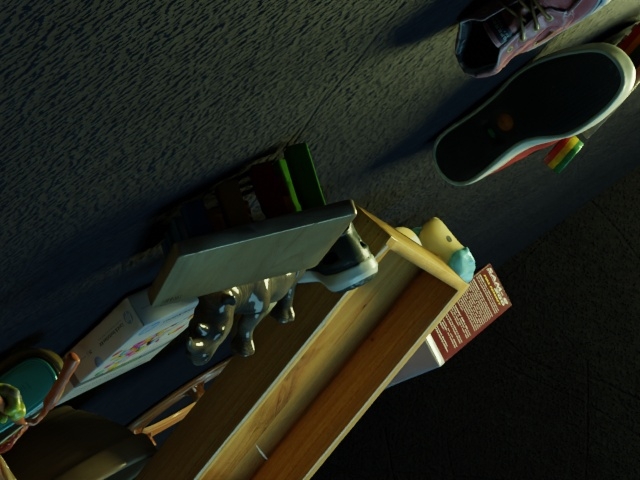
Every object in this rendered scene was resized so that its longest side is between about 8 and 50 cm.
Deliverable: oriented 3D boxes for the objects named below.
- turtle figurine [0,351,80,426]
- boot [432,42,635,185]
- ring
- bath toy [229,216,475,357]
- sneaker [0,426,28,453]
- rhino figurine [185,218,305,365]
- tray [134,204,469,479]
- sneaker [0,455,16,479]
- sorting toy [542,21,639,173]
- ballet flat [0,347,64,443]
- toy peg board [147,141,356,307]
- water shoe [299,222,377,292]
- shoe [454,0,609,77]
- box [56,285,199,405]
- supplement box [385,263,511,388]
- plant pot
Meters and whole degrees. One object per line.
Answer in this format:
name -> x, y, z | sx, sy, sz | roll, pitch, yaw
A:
turtle figurine -> -0.336, 0.153, 1.504 | 0.269, 0.087, 0.217 | -28, 178, 27
boot -> 0.254, -0.148, 2.025 | 0.244, 0.088, 0.176 | -29, 176, 34
ring -> -0.171, 0.234, 2.831 | 0.336, 0.032, 0.336 | -33, 173, -5
bath toy -> 0.041, 0.082, 2.401 | 0.348, 0.129, 0.151 | -27, 139, -38
sneaker -> -0.338, 0.185, 1.847 | 0.175, 0.064, 0.067 | -31, -169, 39
rhino figurine -> -0.077, 0.049, 1.795 | 0.243, 0.073, 0.106 | -40, 148, -60
tray -> -0.020, 0.163, 2.209 | 0.411, 0.076, 0.203 | -50, 146, 7
sneaker -> -0.392, 0.293, 1.954 | 0.153, 0.099, 0.282 | -29, -173, -20
sorting toy -> 0.346, -0.199, 2.121 | 0.274, 0.046, 0.132 | -48, 177, -15
ballet flat -> -0.332, 0.178, 1.731 | 0.232, 0.080, 0.073 | -31, -173, -3
toy peg board -> -0.072, -0.016, 1.642 | 0.160, 0.079, 0.161 | -14, 166, -18
water shoe -> 0.000, 0.000, 1.979 | 0.073, 0.080, 0.203 | -26, -165, -21
shoe -> 0.174, -0.188, 1.534 | 0.081, 0.063, 0.178 | -35, 178, -26
box -> -0.184, 0.091, 1.906 | 0.145, 0.038, 0.186 | -25, 168, -47
supplement box -> 0.149, 0.119, 2.556 | 0.130, 0.073, 0.239 | -26, -175, 35
plant pot -> -0.315, 0.268, 2.197 | 0.237, 0.110, 0.237 | -31, 172, -5
